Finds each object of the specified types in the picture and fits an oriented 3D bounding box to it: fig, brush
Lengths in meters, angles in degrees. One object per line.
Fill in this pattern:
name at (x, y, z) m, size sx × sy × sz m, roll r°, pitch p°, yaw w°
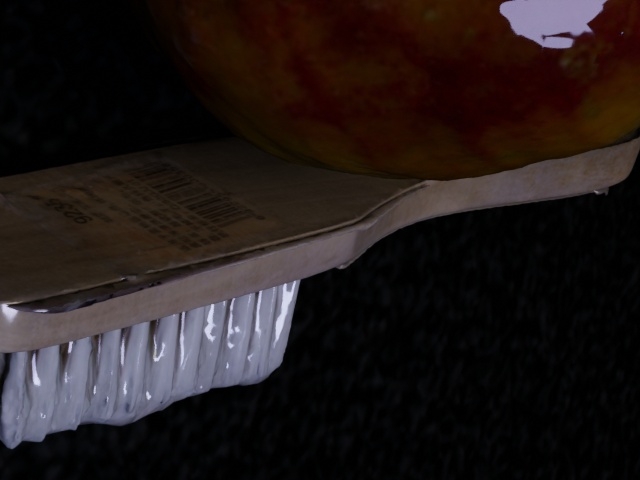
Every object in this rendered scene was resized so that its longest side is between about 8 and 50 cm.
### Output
fig at (0.042, -0.112, 0.505) m, size 0.290 × 0.190 × 0.191 m, roll -57°, pitch 148°, yaw -78°
brush at (0.000, 0.000, 0.517) m, size 0.327 × 0.070 × 0.065 m, roll -16°, pitch 128°, yaw -47°
